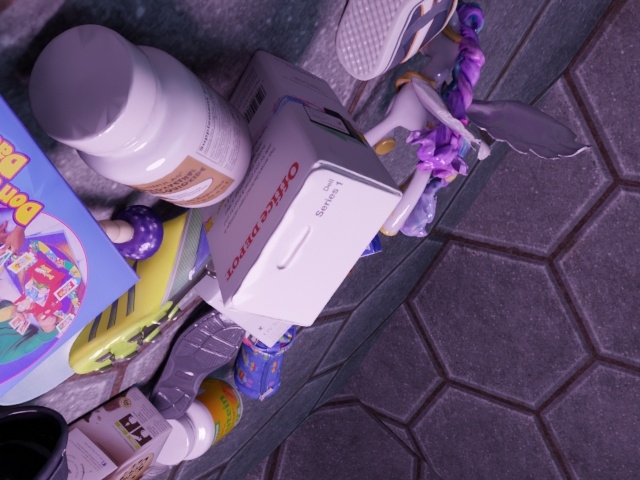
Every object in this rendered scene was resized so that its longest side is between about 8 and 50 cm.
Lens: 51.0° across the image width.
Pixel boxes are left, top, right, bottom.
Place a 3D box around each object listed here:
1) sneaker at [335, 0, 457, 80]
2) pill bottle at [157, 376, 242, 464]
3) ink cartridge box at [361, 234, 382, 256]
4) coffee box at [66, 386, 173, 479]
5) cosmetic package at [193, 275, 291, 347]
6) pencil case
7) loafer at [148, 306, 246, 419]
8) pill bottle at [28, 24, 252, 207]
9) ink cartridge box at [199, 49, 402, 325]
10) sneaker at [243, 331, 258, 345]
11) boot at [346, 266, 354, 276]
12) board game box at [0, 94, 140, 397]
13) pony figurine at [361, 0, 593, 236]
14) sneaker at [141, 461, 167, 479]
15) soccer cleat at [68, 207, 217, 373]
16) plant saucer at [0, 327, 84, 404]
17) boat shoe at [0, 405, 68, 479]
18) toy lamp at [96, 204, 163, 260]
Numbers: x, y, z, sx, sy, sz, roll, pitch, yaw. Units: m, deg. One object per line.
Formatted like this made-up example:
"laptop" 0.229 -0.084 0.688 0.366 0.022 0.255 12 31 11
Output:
"sneaker" 0.125 -0.354 0.879 0.127 0.126 0.321 -33 169 -31
"pill bottle" -0.276 0.394 1.465 0.136 0.136 0.245 -53 170 13
"ink cartridge box" 0.000 0.000 1.221 0.207 0.097 0.046 -16 178 24
"coffee box" -0.427 0.412 1.190 0.297 0.119 0.168 -29 155 -51
"cosmetic package" -0.086 0.018 1.061 0.224 0.138 0.225 -47 147 -5
"pencil case" -0.139 0.283 1.631 0.119 0.133 0.306 -6 146 -17
"loafer" -0.243 0.218 1.309 0.302 0.109 0.095 -53 -161 21
"pill bottle" -0.165 -0.113 0.654 0.131 0.131 0.229 -50 164 4
"ink cartridge box" -0.045 -0.067 0.797 0.117 0.278 0.201 18 119 -31
"sneaker" -0.052 0.094 1.350 0.299 0.112 0.121 -49 -172 -19
"boot" 0.010 0.063 1.600 0.283 0.109 0.220 -45 169 -38
"board game box" -0.306 -0.004 0.481 0.233 0.078 0.347 -43 148 -18
"pony figurine" 0.193 -0.184 1.078 0.303 0.351 0.363 2 133 -40
"sneaker" -0.391 0.494 1.500 0.115 0.105 0.281 -37 158 -16
"soccer cleat" -0.227 0.051 0.885 0.289 0.121 0.093 -46 175 -19
"plant saucer" -0.357 0.132 0.886 0.195 0.037 0.195 -43 162 -17
"boat shoe" -0.487 0.337 0.778 0.156 0.187 0.500 -61 165 21
"toy lamp" -0.274 -0.009 0.712 0.080 0.080 0.274 -52 165 11
